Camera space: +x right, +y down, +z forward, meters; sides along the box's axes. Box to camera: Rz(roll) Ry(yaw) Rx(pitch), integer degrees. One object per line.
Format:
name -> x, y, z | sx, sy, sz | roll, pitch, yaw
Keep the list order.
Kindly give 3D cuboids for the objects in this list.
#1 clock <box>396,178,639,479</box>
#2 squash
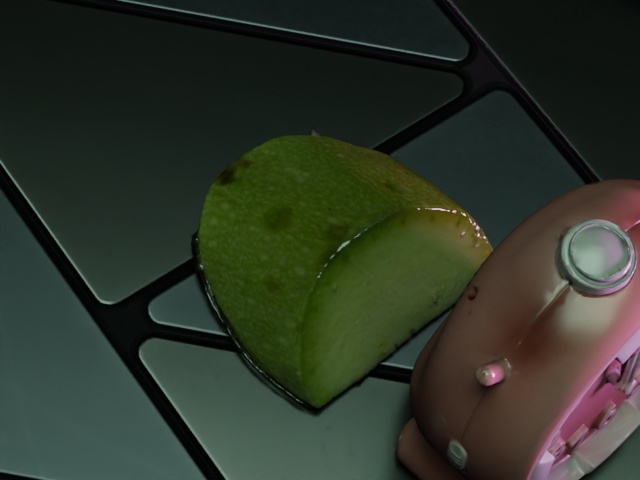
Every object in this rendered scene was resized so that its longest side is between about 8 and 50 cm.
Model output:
clock -> 0.151, 0.054, 1.229 | 0.227, 0.241, 0.142 | -41, 71, -19
squash -> 0.004, -0.008, 1.329 | 0.192, 0.085, 0.184 | -38, 74, -21
